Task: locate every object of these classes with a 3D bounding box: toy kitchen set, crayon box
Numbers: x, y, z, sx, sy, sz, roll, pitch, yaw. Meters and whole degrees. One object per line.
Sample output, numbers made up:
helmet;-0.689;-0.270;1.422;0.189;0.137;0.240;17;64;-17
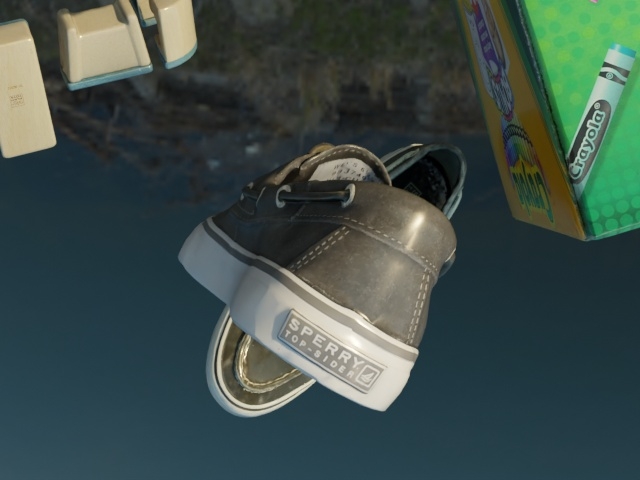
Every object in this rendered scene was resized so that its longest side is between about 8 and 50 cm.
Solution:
toy kitchen set;-0.232;-0.195;1.403;0.207;0.166;0.122;-15;131;-13
crayon box;0.122;-0.094;0.700;0.081;0.165;0.278;-17;-178;2

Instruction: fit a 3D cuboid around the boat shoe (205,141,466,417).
boat shoe;0.010;0.019;0.914;0.078;0.219;0.070;41;169;-5

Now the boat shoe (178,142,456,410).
boat shoe;0.000;0.000;0.533;0.080;0.076;0.228;31;180;-7
